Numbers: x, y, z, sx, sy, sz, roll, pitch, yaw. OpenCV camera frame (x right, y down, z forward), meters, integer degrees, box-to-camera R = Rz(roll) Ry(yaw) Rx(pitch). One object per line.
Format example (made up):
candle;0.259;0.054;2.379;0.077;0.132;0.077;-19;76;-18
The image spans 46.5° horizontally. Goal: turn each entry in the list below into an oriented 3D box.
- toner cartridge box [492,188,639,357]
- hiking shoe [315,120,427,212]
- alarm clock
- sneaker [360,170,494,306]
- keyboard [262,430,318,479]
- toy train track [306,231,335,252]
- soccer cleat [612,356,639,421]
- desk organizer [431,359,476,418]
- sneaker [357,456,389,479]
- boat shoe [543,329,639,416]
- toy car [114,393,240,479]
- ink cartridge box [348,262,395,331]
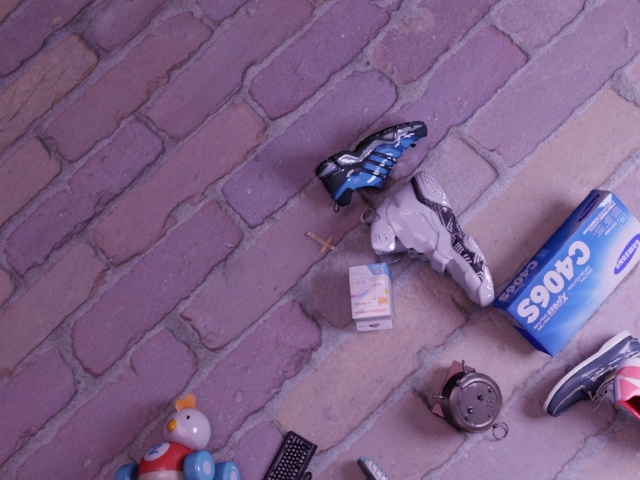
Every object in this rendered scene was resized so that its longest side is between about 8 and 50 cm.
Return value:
toner cartridge box;0.555;0.070;1.633;0.165;0.075;0.348;43;85;-16
hiking shoe;0.140;-0.194;1.855;0.304;0.113;0.132;-28;99;-3
alarm clock;0.342;0.362;1.610;0.192;0.064;0.129;46;75;-13
sneaker;0.244;0.027;1.731;0.210;0.137;0.366;-29;64;4
keyboard;-0.070;0.537;1.696;0.108;0.023;0.180;25;81;19
toy train track;0.000;0.000;1.856;0.083;0.014;0.048;30;81;20
soccer cleat;0.714;0.368;1.482;0.318;0.108;0.116;39;49;1
desk organizer;0.297;0.337;1.663;0.050;0.047;0.130;22;79;21
sneaker;0.124;0.552;1.627;0.076;0.065;0.166;-40;67;2
boat shoe;0.588;0.297;1.587;0.254;0.095;0.079;-36;57;-10
toy car;-0.320;0.460;1.696;0.219;0.210;0.238;-16;57;20
ink cartridge box;0.121;0.136;1.743;0.092;0.090;0.143;-8;71;10
